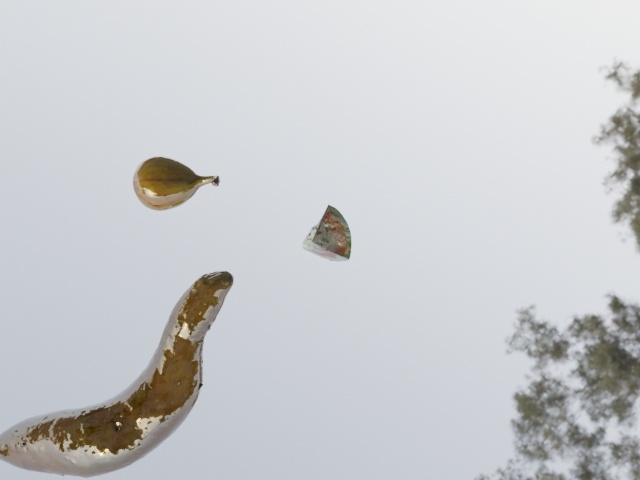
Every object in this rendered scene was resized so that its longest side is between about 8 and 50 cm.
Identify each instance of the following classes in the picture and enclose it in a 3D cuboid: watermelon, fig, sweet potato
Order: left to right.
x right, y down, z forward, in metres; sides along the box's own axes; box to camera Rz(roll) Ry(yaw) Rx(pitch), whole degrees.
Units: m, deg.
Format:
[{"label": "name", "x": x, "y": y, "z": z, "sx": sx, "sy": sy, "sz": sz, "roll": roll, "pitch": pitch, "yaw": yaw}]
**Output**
[{"label": "sweet potato", "x": -0.195, "y": 0.164, "z": 0.759, "sx": 0.108, "sy": 0.346, "sz": 0.079, "roll": 51, "pitch": -165, "yaw": -6}, {"label": "fig", "x": -0.126, "y": -0.051, "z": 0.675, "sx": 0.083, "sy": 0.050, "sz": 0.050, "roll": -1, "pitch": -149, "yaw": 17}, {"label": "watermelon", "x": 0.000, "y": 0.000, "z": 1.060, "sx": 0.085, "sy": 0.085, "sz": 0.061, "roll": 45, "pitch": -153, "yaw": 24}]
